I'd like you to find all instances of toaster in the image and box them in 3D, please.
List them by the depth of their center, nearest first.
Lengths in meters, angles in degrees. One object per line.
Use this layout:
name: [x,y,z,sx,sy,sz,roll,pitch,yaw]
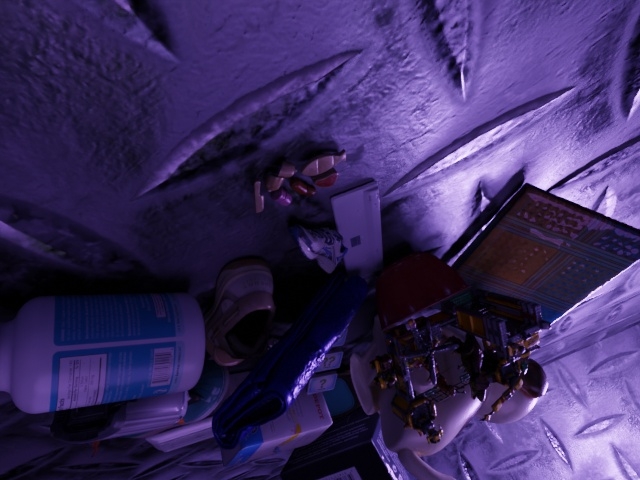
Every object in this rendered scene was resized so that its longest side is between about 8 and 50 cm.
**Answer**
toaster: [-0.332,0.266,0.718,0.227,0.129,0.146,-21,155,26]

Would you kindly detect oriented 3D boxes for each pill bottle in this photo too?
pill bottle: [-0.303,0.145,0.566,0.264,0.146,0.146,4,139,-33]

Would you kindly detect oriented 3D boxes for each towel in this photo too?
towel: [-0.050,0.187,0.714,0.227,0.076,0.308,-47,177,39]
towel: [0.419,0.067,0.859,0.272,0.040,0.370,21,135,-3]

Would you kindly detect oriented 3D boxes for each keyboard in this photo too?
keyboard: [0.067,-0.004,0.696,0.072,0.014,0.256,-16,146,0]

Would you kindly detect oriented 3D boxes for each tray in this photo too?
tray: [-0.356,0.562,1.233,0.270,0.030,0.145,-13,145,-14]

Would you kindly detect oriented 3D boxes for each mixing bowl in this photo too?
mixing bowl: [0.170,0.084,0.778,0.181,0.098,0.181,-25,165,-7]

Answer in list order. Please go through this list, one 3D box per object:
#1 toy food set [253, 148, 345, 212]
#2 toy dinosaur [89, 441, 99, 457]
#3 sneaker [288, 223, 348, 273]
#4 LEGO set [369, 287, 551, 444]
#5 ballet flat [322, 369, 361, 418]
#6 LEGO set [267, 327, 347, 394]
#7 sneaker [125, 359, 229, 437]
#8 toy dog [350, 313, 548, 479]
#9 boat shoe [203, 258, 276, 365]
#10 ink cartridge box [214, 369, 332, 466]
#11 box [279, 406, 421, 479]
toy food set: [-0.028,-0.076,0.531,0.122,0.019,0.078,-19,148,-19]
toy dinosaur: [-0.506,0.452,0.960,0.047,0.090,0.082,-16,-178,-37]
sneaker: [0.000,0.000,0.634,0.058,0.052,0.135,-41,148,6]
LEGO set: [0.282,0.234,0.781,0.331,0.254,0.192,-9,-173,-20]
ballet flat: [0.102,0.434,1.252,0.349,0.123,0.123,-29,146,10]
LEGO set: [-0.050,0.294,0.951,0.244,0.060,0.182,0,114,-29]
sneaker: [-0.325,0.328,0.846,0.302,0.108,0.121,-31,150,16]
toy dog: [0.332,0.342,1.014,0.408,0.395,0.284,-2,130,-18]
boat shoe: [-0.138,0.155,0.719,0.109,0.098,0.302,-4,142,-26]
ink cartridge box: [-0.124,0.426,1.044,0.233,0.171,0.168,0,141,-29]
box: [0.114,0.604,1.230,0.294,0.212,0.395,-31,179,20]
